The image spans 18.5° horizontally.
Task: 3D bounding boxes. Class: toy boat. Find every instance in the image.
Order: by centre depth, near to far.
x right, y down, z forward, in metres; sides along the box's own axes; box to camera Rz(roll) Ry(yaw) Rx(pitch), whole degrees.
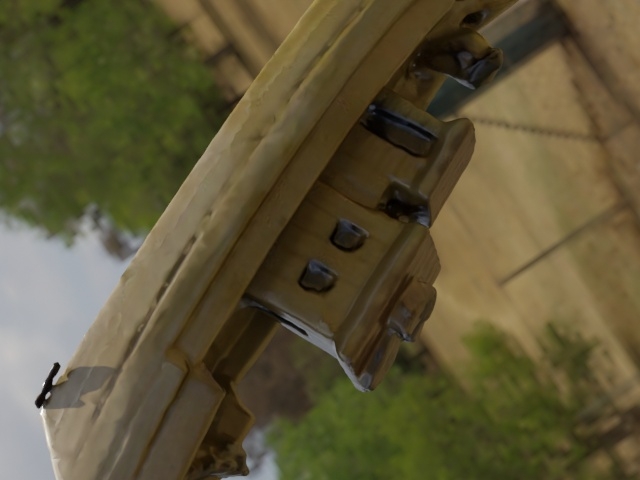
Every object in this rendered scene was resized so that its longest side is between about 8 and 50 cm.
[{"bbox_3d":[0.000,0.000,0.526,0.072,0.206,0.064,32,172,13],"label":"toy boat"}]
